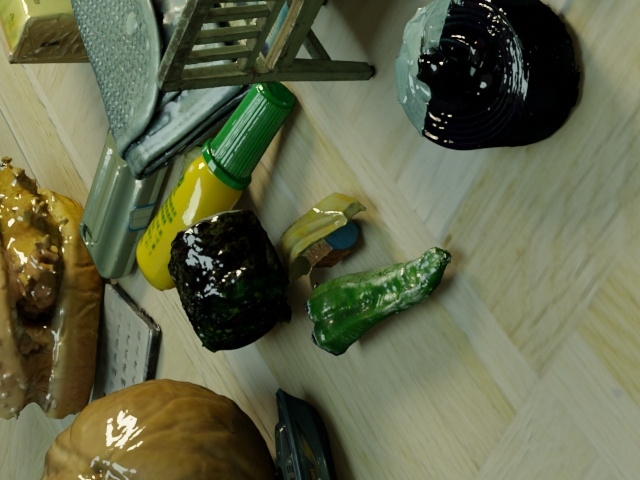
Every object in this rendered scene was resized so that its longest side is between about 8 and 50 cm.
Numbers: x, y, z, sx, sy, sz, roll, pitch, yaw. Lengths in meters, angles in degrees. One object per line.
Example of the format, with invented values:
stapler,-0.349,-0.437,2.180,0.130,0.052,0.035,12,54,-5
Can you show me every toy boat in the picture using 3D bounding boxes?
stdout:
toy boat,-0.023,0.291,1.563,0.093,0.103,0.246,111,149,-70
toy boat,0.000,0.000,1.516,0.066,0.065,0.172,52,145,4

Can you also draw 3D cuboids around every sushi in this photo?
sushi,-0.107,0.056,1.585,0.225,0.124,0.127,103,146,-70

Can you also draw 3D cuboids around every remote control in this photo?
remote control,-0.277,-0.098,1.898,0.128,0.065,0.335,57,137,36

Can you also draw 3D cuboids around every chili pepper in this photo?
chili pepper,0.067,0.051,1.429,0.227,0.059,0.088,-33,64,50

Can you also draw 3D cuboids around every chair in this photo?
chair,-0.057,-0.252,1.373,0.147,0.270,0.136,60,140,29

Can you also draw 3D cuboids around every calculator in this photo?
calculator,-0.299,0.210,2.017,0.161,0.021,0.262,38,125,47

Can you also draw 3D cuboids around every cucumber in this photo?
cucumber,-0.136,-0.084,1.722,0.107,0.035,0.067,27,112,41

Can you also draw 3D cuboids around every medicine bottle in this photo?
medicine bottle,-0.131,-0.070,1.639,0.309,0.076,0.111,-54,27,29

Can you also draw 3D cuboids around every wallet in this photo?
wallet,-0.225,-0.279,1.742,0.237,0.075,0.342,-34,67,34

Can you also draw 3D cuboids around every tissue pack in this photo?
tissue pack,-0.398,-0.379,1.948,0.125,0.159,0.234,-46,58,48

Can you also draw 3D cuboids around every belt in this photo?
belt,0.149,-0.161,1.258,0.198,0.078,0.151,10,105,56

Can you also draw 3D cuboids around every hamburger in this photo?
hamburger,-0.491,0.037,2.065,0.287,0.268,0.445,-61,42,33

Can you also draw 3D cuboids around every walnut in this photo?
walnut,-0.190,0.325,1.619,0.333,0.332,0.333,12,105,54
